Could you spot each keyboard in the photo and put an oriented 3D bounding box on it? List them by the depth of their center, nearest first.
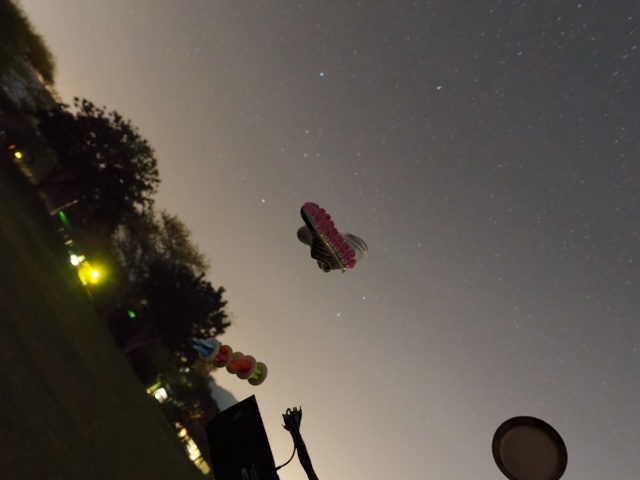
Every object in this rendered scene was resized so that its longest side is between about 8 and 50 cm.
[{"bbox_3d":[-0.095,0.433,0.825,0.317,0.201,0.033,62,0,41],"label":"keyboard"}]

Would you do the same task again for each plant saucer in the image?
[{"bbox_3d":[0.508,0.516,1.090,0.168,0.168,0.029,32,-20,46],"label":"plant saucer"}]

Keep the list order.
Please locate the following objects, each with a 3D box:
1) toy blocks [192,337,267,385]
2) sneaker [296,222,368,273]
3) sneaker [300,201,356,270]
[{"bbox_3d":[-0.195,0.251,0.949,0.123,0.054,0.148,13,-23,34],"label":"toy blocks"},{"bbox_3d":[0.009,0.023,1.520,0.305,0.152,0.114,19,-34,43],"label":"sneaker"},{"bbox_3d":[0.000,0.000,0.924,0.075,0.063,0.170,-23,-66,33],"label":"sneaker"}]
